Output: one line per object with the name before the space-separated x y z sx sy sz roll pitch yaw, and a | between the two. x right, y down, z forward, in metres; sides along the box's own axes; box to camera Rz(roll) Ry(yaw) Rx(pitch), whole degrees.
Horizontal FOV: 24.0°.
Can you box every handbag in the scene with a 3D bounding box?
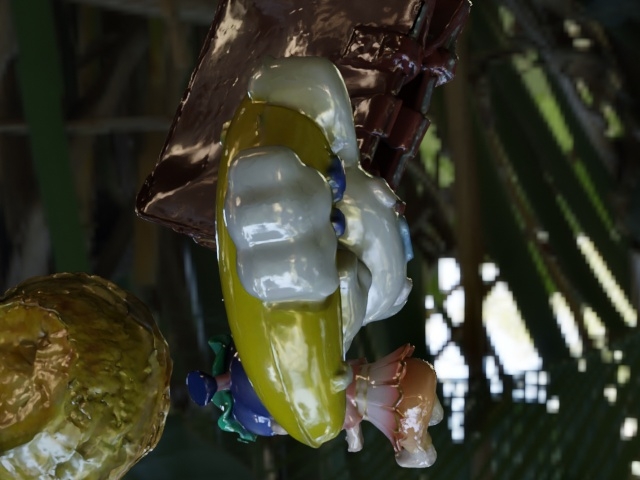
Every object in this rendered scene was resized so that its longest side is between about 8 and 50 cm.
handbag | -0.018 -0.105 1.276 0.084 0.260 0.275 29 170 -39

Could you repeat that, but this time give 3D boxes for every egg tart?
egg tart | -0.216 0.112 1.153 0.213 0.212 0.090 7 159 26

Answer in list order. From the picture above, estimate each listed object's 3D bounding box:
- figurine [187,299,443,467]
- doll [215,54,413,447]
figurine | 0.000 0.108 1.176 0.195 0.102 0.111 5 -135 6
doll | 0.000 0.000 0.952 0.111 0.252 0.237 -8 -149 13
